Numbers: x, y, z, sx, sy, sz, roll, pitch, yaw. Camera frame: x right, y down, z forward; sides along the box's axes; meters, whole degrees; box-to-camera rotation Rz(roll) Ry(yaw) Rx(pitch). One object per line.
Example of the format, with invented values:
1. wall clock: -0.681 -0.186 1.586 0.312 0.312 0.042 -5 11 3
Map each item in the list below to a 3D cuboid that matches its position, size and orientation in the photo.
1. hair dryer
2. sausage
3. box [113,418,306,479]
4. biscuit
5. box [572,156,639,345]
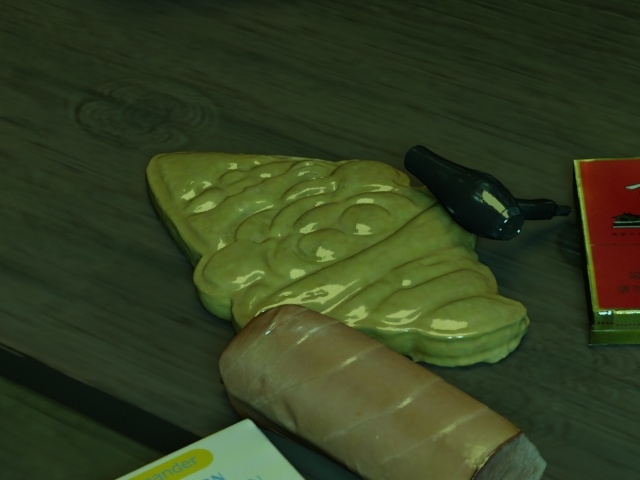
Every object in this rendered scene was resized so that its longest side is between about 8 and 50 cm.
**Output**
1. hair dryer: 0.092 -0.022 0.984 0.083 0.031 0.079 8 24 -43
2. sausage: 0.018 0.076 0.853 0.169 0.065 0.065 28 47 36
3. box: -0.033 0.158 0.768 0.129 0.033 0.247 -24 41 -23
4. biscuit: 0.000 0.000 0.986 0.250 0.035 0.162 23 40 35
5. box: 0.176 0.003 0.965 0.090 0.023 0.133 0 37 3
